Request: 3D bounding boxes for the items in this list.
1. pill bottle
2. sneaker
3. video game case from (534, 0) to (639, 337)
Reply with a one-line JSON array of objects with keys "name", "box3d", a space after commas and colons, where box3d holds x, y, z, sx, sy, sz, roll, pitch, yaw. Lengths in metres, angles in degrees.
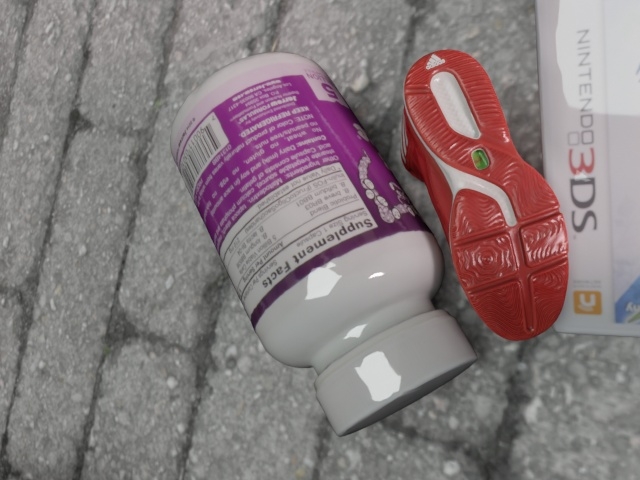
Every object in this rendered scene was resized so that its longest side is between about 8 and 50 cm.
[{"name": "pill bottle", "box3d": [0.000, 0.000, 0.497, 0.169, 0.169, 0.301, -38, 67, 21]}, {"name": "sneaker", "box3d": [0.126, -0.035, 0.472, 0.087, 0.128, 0.221, -16, 90, 4]}, {"name": "video game case", "box3d": [0.309, -0.079, 0.352, 0.329, 0.036, 0.300, -1, 101, 30]}]
